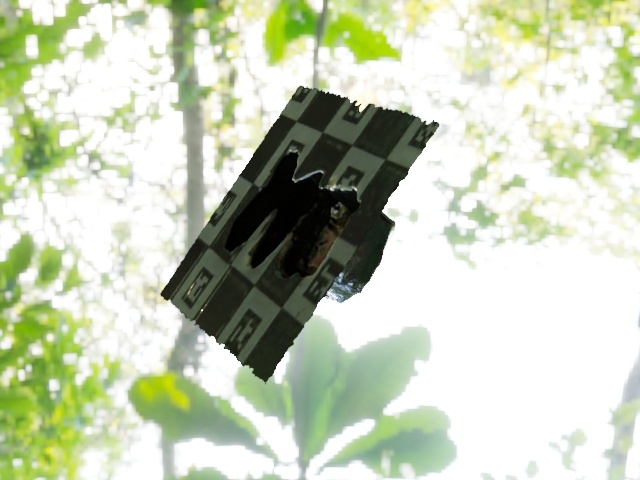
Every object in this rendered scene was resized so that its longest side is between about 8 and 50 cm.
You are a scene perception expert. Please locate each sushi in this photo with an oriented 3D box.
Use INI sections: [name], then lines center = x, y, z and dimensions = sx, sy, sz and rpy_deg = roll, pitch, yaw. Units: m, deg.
[sushi]
center = 0.000, 0.000, 1.376
dimensions = 0.100, 0.296, 0.373
rpy_deg = 35, 176, -25
